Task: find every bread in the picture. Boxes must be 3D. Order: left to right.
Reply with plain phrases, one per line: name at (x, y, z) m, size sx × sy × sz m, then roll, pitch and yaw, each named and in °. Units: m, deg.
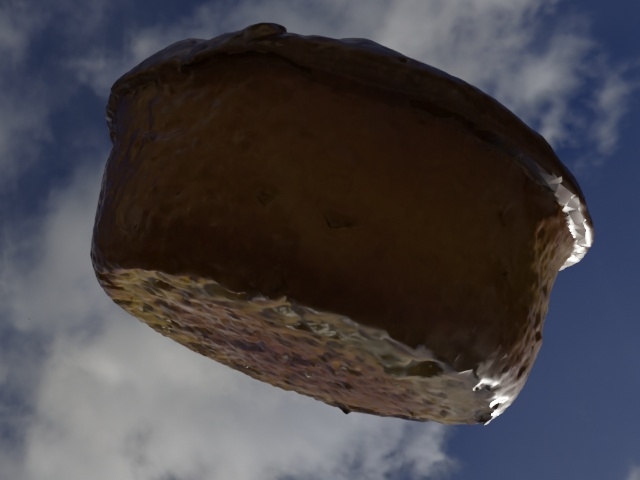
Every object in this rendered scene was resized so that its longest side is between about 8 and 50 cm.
bread at (0.003, -0.001, 0.557) m, size 0.312 × 0.312 × 0.172 m, roll 23°, pitch -112°, yaw -15°
